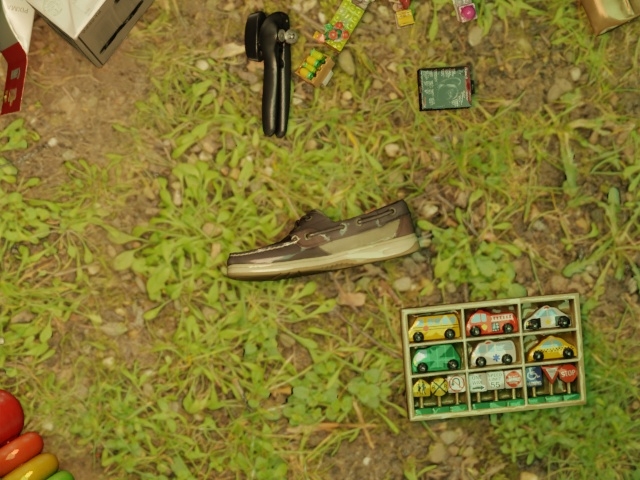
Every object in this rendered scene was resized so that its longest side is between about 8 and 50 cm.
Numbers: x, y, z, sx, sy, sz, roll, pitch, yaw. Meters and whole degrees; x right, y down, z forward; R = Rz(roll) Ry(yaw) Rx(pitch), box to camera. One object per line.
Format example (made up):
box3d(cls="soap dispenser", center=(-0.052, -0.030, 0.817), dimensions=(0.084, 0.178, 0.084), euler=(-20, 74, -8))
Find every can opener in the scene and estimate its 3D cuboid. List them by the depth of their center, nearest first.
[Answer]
box3d(cls="can opener", center=(-0.065, -0.243, 1.910), dimensions=(0.059, 0.073, 0.186), euler=(-9, 95, -43))

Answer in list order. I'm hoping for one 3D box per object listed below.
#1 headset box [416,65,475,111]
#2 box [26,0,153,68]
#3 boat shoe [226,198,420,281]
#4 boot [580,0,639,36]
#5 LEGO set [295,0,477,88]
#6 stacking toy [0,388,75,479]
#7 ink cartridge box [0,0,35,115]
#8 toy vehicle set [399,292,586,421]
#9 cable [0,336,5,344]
box3d(cls="headset box", center=(0.187, -0.224, 1.932), dimensions=(0.083, 0.032, 0.062), euler=(-5, 91, -5))
box3d(cls="box", center=(-0.297, -0.339, 1.769), dimensions=(0.087, 0.290, 0.169), euler=(38, 89, -2))
box3d(cls="boat shoe", center=(0.000, 0.000, 1.889), dimensions=(0.285, 0.103, 0.092), euler=(-9, 86, -8))
box3d(cls="boot", center=(0.361, -0.424, 1.919), dimensions=(0.236, 0.089, 0.270), euler=(-27, 93, -3))
box3d(cls="LEGO set", center=(0.083, -0.331, 1.887), dimensions=(0.287, 0.107, 0.132), euler=(-24, 92, -4))
box3d(cls="stacking toy", center=(-0.402, 0.358, 1.847), dimensions=(0.141, 0.141, 0.330), euler=(-34, 88, -3))
box3d(cls="ink cartridge box", center=(-0.435, -0.291, 1.810), dimensions=(0.056, 0.181, 0.225), euler=(11, 89, -22))
box3d(cls="toy vehicle set", center=(0.254, 0.171, 1.936), dimensions=(0.266, 0.035, 0.166), euler=(-5, 91, -4))
box3d(cls="cable", center=(-0.597, 0.141, 1.855), dimensions=(0.287, 0.072, 0.140), euler=(-25, 86, -4))
